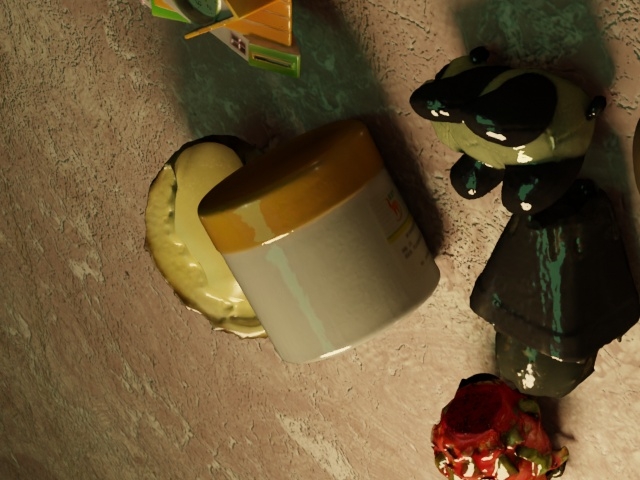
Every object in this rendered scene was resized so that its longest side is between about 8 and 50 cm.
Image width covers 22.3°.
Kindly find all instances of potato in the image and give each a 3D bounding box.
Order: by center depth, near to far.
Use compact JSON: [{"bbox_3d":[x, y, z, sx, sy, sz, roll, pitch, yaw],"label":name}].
[{"bbox_3d":[-0.125,-0.011,2.242,0.285,0.242,0.242,52,151,-11],"label":"potato"}]

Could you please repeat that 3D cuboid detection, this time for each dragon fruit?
[{"bbox_3d":[0.232,0.261,2.060,0.160,0.166,0.172,47,175,46],"label":"dragon fruit"}]

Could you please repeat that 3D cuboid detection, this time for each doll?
[{"bbox_3d":[0.191,-0.124,1.737,0.234,0.135,0.143,18,140,53],"label":"doll"}]

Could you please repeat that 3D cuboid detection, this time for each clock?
[{"bbox_3d":[-0.120,-0.343,1.928,0.309,0.166,0.235,39,147,31],"label":"clock"}]

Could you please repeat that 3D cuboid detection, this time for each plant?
[{"bbox_3d":[0.263,0.055,1.808,0.164,0.142,0.256,32,132,34],"label":"plant"}]

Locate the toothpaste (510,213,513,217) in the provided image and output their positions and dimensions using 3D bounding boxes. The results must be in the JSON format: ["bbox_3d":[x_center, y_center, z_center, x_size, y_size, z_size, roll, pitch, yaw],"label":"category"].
[{"bbox_3d":[0.233,0.022,1.927,0.048,0.031,0.190,41,144,30],"label":"toothpaste"}]

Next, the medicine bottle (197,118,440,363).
[{"bbox_3d":[0.000,0.000,2.034,0.238,0.238,0.232,-6,117,57],"label":"medicine bottle"}]

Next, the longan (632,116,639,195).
[{"bbox_3d":[0.380,-0.071,1.460,0.212,0.198,0.198,3,122,54],"label":"longan"}]
